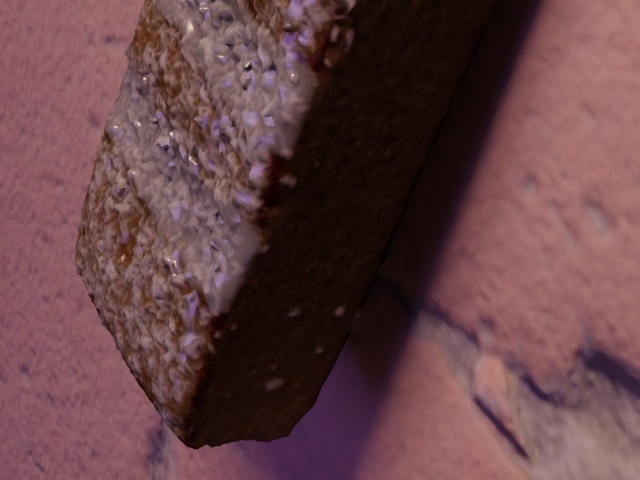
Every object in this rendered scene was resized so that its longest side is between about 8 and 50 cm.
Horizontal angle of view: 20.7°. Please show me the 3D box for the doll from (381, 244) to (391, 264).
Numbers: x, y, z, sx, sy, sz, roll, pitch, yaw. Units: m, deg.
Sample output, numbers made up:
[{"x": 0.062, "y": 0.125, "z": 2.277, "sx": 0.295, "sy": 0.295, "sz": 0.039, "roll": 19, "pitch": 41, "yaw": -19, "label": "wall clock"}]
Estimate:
[{"x": 0.000, "y": 0.000, "z": 0.920, "sx": 0.125, "sy": 0.027, "sz": 0.037, "roll": -2, "pitch": 93, "yaw": 61, "label": "doll"}]

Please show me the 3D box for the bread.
[{"x": -0.007, "y": -0.109, "z": 0.803, "sx": 0.165, "sy": 0.113, "sz": 0.416, "roll": 56, "pitch": 133, "yaw": 44, "label": "bread"}]
